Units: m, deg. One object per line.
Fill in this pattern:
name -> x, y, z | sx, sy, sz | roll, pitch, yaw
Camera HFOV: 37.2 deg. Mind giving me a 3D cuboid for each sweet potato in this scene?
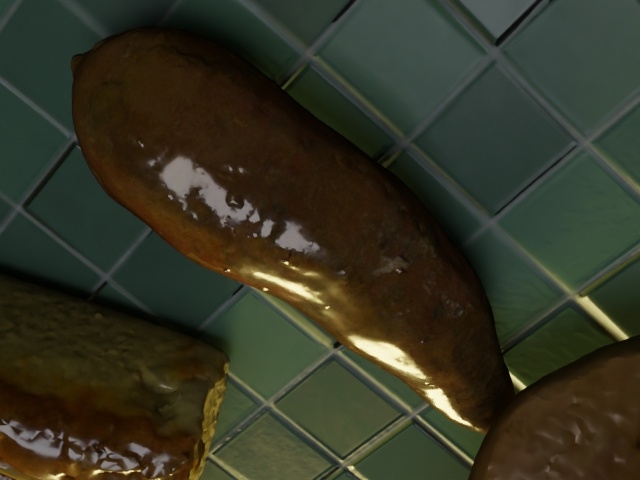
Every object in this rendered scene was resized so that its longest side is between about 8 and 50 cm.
sweet potato -> 0.001, 0.000, 0.458 | 0.292, 0.097, 0.097 | 39, 120, -12

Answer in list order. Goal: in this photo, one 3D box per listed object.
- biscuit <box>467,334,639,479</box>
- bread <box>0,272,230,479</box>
biscuit -> 0.247, 0.214, 0.446 | 0.385, 0.062, 0.365 | 12, 85, 9
bread -> -0.206, 0.116, 0.561 | 0.274, 0.114, 0.185 | 19, 122, 3
